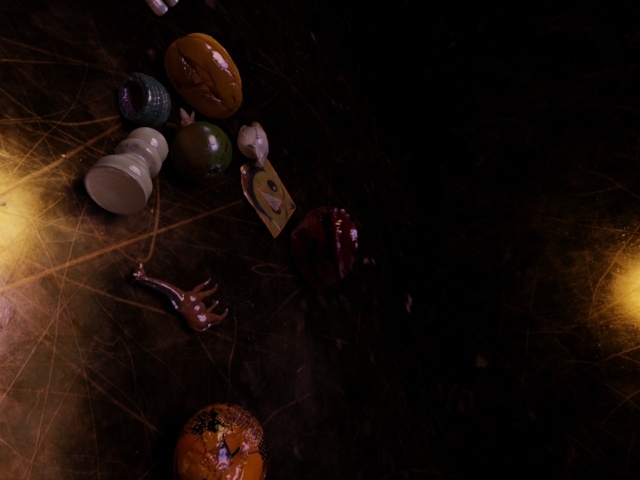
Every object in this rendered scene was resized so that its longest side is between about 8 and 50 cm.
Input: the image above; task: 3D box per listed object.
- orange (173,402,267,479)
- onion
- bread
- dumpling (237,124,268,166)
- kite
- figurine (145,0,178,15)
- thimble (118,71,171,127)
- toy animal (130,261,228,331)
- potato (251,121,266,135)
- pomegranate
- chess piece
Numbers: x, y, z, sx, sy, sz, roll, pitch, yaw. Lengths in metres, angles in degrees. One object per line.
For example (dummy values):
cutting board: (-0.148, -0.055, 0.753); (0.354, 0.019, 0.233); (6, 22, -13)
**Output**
orange: (-0.225, 0.496, 1.022); (0.234, 0.182, 0.234); (35, 37, -31)
onion: (0.000, 0.000, 1.644); (0.146, 0.280, 0.314); (11, 61, -40)
bread: (-0.365, -0.523, 1.420); (0.270, 0.195, 0.143); (51, 24, -34)
dumpling: (-0.236, -0.345, 1.617); (0.188, 0.108, 0.127); (61, 7, 36)
kite: (-0.187, -0.176, 1.676); (0.327, 0.013, 0.378); (24, 49, -53)
figurine: (-0.597, -0.855, 1.314); (0.382, 0.224, 0.205); (71, -5, -52)
thimble: (-0.480, -0.379, 1.213); (0.135, 0.118, 0.090); (60, 22, 16)
toy animal: (-0.356, 0.139, 1.146); (0.229, 0.066, 0.224); (-23, 92, -56)
potato: (-0.239, -0.418, 1.717); (0.083, 0.040, 0.051); (58, 22, -22)
pomegranate: (-0.365, -0.283, 1.306); (0.224, 0.181, 0.181); (54, 26, 16)
chess piece: (-0.465, -0.197, 1.117); (0.144, 0.144, 0.251); (49, 30, -32)
